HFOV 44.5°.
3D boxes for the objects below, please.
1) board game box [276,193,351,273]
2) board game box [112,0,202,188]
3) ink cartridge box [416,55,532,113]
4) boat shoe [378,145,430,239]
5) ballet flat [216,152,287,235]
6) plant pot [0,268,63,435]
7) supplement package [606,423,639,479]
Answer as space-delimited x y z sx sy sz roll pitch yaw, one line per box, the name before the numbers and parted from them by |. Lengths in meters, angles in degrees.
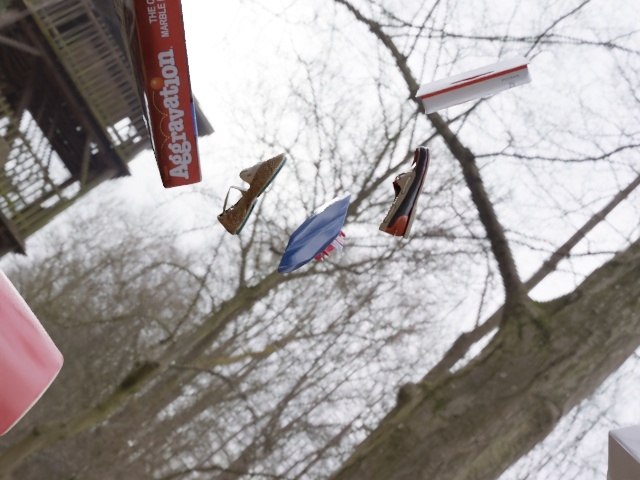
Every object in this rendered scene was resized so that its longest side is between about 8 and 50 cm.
board game box | 0.000 0.000 1.222 0.133 0.169 0.033 -33 -69 29
board game box | -0.123 -0.172 0.521 0.281 0.027 0.145 -117 -161 -48
ink cartridge box | 0.203 -0.199 1.022 0.179 0.145 0.045 -62 136 -70
boat shoe | 0.118 -0.070 1.073 0.043 0.137 0.049 17 -11 3
ballet flat | -0.142 -0.100 1.538 0.067 0.206 0.073 32 21 -7
plant pot | -0.503 0.147 1.047 0.243 0.275 0.275 49 -22 -17
supplement package | 0.584 0.357 1.112 0.175 0.292 0.178 -124 -155 -68
